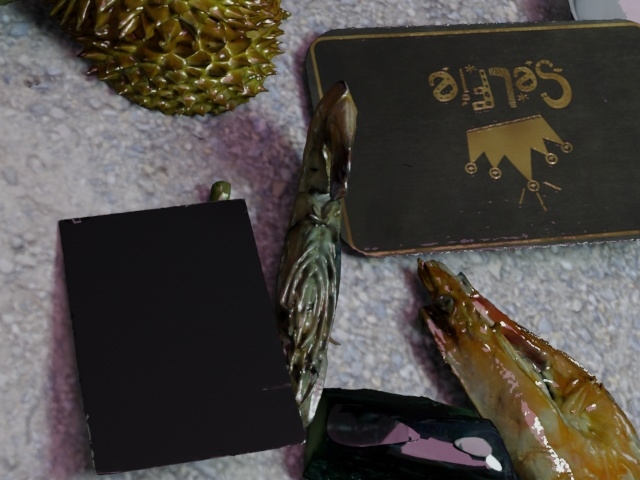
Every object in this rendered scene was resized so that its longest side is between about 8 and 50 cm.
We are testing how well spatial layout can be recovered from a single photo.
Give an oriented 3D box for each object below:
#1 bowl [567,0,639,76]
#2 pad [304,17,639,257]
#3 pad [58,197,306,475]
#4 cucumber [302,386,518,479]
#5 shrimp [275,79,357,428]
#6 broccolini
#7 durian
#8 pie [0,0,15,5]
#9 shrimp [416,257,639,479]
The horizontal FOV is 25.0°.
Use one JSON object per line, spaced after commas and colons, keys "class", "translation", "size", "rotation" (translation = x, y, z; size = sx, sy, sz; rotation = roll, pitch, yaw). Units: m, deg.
{"class": "bowl", "translation": [0.333, -0.228, 1.512], "size": [0.189, 0.086, 0.189], "rotation": [4, 65, -9]}
{"class": "pad", "translation": [0.178, -0.145, 1.359], "size": [0.375, 0.063, 0.315], "rotation": [-5, 65, -15]}
{"class": "pad", "translation": [-0.115, 0.069, 1.152], "size": [0.163, 0.004, 0.243], "rotation": [-7, 54, -12]}
{"class": "cucumber", "translation": [0.084, 0.177, 1.196], "size": [0.193, 0.086, 0.115], "rotation": [15, 60, -10]}
{"class": "shrimp", "translation": [0.000, 0.000, 1.192], "size": [0.058, 0.169, 0.296], "rotation": [8, 60, -6]}
{"class": "broccolini", "translation": [-0.095, 0.051, 1.198], "size": [0.051, 0.054, 0.239], "rotation": [11, 56, -3]}
{"class": "durian", "translation": [-0.130, -0.191, 1.295], "size": [0.252, 0.144, 0.139], "rotation": [-3, 27, -19]}
{"class": "pie", "translation": [-0.241, -0.370, 1.229], "size": [0.296, 0.078, 0.371], "rotation": [28, 86, 29]}
{"class": "shrimp", "translation": [0.185, 0.126, 1.282], "size": [0.294, 0.062, 0.154], "rotation": [52, 43, 4]}
